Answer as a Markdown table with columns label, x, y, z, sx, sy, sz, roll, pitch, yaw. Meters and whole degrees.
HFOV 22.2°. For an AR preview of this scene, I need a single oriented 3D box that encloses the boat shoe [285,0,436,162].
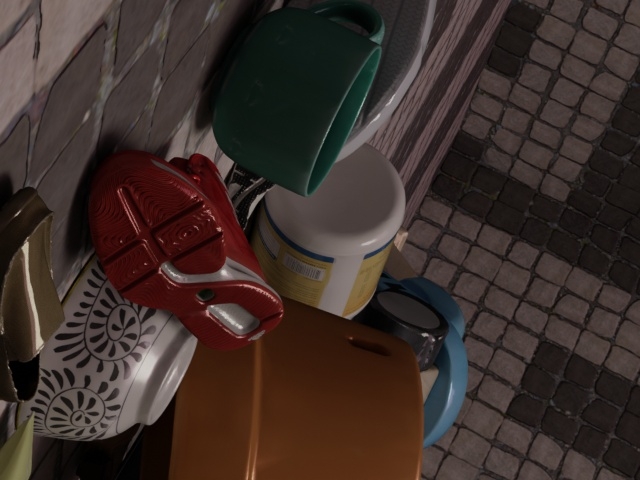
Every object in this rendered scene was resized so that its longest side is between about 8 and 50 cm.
| label | x | y | z | sx | sy | sz | roll | pitch | yaw |
| --- | --- | --- | --- | --- | --- | --- | --- | --- | --- |
| boat shoe | 0.053 | -0.207 | 1.367 | 0.335 | 0.121 | 0.119 | -65 | 170 | -7 |

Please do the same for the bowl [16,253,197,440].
| label | x | y | z | sx | sy | sz | roll | pitch | yaw |
| --- | --- | --- | --- | --- | --- | --- | --- | --- | --- |
| bowl | -0.139 | 0.081 | 1.161 | 0.170 | 0.080 | 0.170 | -62 | 173 | -13 |

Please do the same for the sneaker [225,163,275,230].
| label | x | y | z | sx | sy | sz | roll | pitch | yaw |
| --- | --- | --- | --- | --- | --- | --- | --- | --- | --- |
| sneaker | -0.073 | -0.039 | 1.452 | 0.109 | 0.040 | 0.044 | -57 | -172 | -25 |

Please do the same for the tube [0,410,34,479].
| label | x | y | z | sx | sy | sz | roll | pitch | yaw |
| --- | --- | --- | --- | --- | --- | --- | --- | --- | --- |
| tube | -0.239 | 0.225 | 1.048 | 0.070 | 0.062 | 0.240 | -14 | -142 | 40 |

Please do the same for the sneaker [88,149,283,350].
| label | x | y | z | sx | sy | sz | roll | pitch | yaw |
| --- | --- | --- | --- | --- | --- | --- | --- | --- | --- |
| sneaker | -0.108 | -0.020 | 1.103 | 0.087 | 0.128 | 0.221 | -28 | 144 | 2 |

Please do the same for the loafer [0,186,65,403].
| label | x | y | z | sx | sy | sz | roll | pitch | yaw |
| --- | --- | --- | --- | --- | --- | --- | --- | --- | --- |
| loafer | -0.163 | 0.033 | 0.885 | 0.056 | 0.050 | 0.148 | -57 | 171 | -47 |

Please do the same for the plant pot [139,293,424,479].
| label | x | y | z | sx | sy | sz | roll | pitch | yaw |
| --- | --- | --- | --- | --- | --- | --- | --- | --- | --- |
| plant pot | -0.036 | 0.172 | 1.345 | 0.291 | 0.203 | 0.291 | -173 | -90 | -80 |

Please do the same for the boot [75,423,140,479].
| label | x | y | z | sx | sy | sz | roll | pitch | yaw |
| --- | --- | --- | --- | --- | --- | --- | --- | --- | --- |
| boot | -0.177 | 0.161 | 1.397 | 0.118 | 0.042 | 0.087 | -63 | 180 | 5 |

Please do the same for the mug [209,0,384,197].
| label | x | y | z | sx | sy | sz | roll | pitch | yaw |
| --- | --- | --- | --- | --- | --- | --- | --- | --- | --- |
| mug | -0.021 | -0.115 | 1.244 | 0.129 | 0.097 | 0.158 | -67 | 174 | 26 |

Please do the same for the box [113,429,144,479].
| label | x | y | z | sx | sy | sz | roll | pitch | yaw |
| --- | --- | --- | --- | --- | --- | --- | --- | --- | --- |
| box | -0.128 | 0.218 | 1.756 | 0.261 | 0.103 | 0.184 | -60 | 176 | -33 |

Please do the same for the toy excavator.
| label | x | y | z | sx | sy | sz | roll | pitch | yaw |
| --- | --- | --- | --- | --- | --- | --- | --- | --- | --- |
| toy excavator | 0.062 | 0.099 | 2.105 | 0.445 | 0.433 | 0.222 | 0 | 120 | -52 |

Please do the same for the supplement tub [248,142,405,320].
| label | x | y | z | sx | sy | sz | roll | pitch | yaw |
| --- | --- | --- | --- | --- | --- | --- | --- | --- | --- |
| supplement tub | 0.000 | 0.000 | 1.689 | 0.144 | 0.144 | 0.200 | -59 | 173 | -35 |
